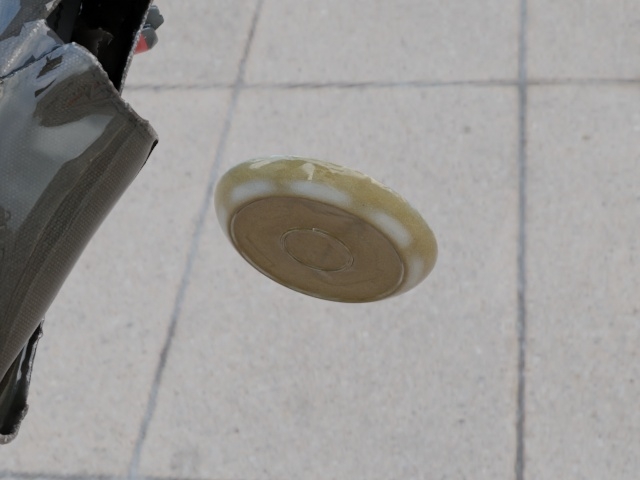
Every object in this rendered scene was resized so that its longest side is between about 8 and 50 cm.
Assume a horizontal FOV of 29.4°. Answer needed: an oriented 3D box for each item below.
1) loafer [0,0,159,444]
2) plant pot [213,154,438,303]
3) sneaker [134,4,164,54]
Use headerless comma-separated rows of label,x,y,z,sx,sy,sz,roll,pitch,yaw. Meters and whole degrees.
loafer,-0.096,-0.033,0.398,0.078,0.080,0.220,-1,68,16
plant pot,0.000,0.000,1.227,0.236,0.236,0.032,8,57,17
sneaker,-0.231,-0.240,0.907,0.135,0.276,0.097,-27,30,-2
